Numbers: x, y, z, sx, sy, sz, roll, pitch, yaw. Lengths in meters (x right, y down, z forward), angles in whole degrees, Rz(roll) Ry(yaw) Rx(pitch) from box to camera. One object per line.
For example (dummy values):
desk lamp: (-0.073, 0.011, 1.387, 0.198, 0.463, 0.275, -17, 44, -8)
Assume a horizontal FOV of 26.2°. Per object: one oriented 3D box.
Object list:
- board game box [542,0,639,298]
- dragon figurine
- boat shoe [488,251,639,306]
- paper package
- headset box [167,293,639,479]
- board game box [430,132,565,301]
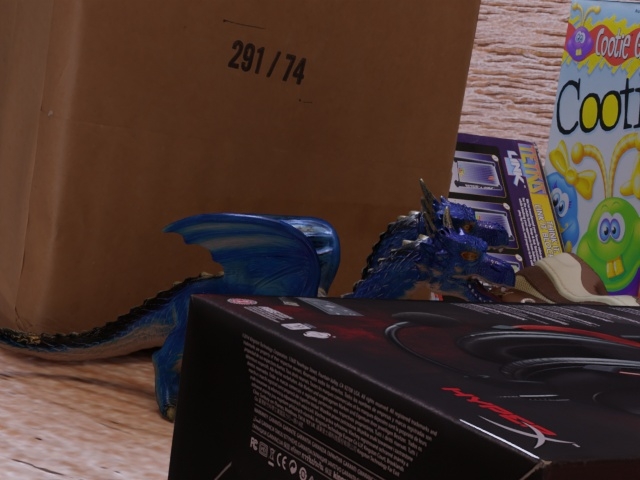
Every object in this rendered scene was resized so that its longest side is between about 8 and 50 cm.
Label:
board game box: (0.276, -0.045, 1.100, 0.144, 0.275, 0.142, 3, 9, -28)
dragon figurine: (-0.037, 0.025, 0.750, 0.289, 0.144, 0.085, 10, 8, 16)
boat shoe: (0.149, 0.079, 0.838, 0.095, 0.095, 0.257, -16, 11, -3)
paper package: (-0.075, -0.089, 0.925, 0.325, 0.309, 0.168, 1, 13, -40)
headset box: (0.119, 0.096, 0.524, 0.293, 0.110, 0.218, 3, 9, -31)
board game box: (0.118, -0.004, 1.079, 0.141, 0.170, 0.048, 6, -32, -24)
